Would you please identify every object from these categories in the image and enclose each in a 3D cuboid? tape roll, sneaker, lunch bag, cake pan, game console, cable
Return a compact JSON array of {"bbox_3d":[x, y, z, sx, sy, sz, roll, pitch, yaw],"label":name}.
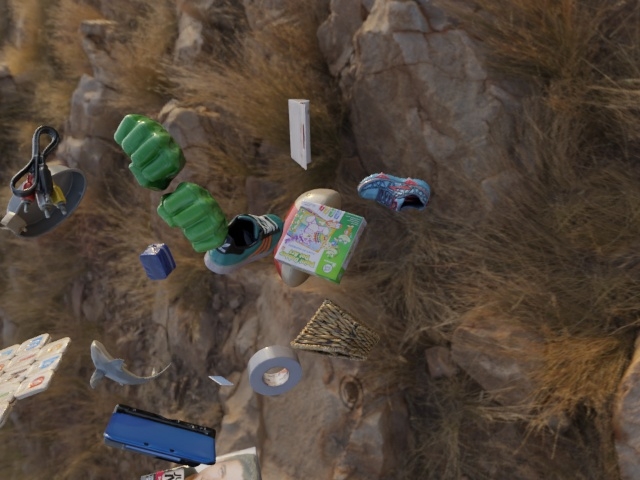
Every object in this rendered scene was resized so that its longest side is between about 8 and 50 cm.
[{"bbox_3d":[-0.189,0.537,2.117,0.219,0.219,0.072,-62,28,24],"label":"tape roll"},{"bbox_3d":[0.258,-0.162,1.808,0.104,0.262,0.125,89,-175,-46],"label":"sneaker"},{"bbox_3d":[-0.176,-0.017,1.359,0.108,0.302,0.121,41,125,7],"label":"sneaker"},{"bbox_3d":[-0.451,0.053,1.428,0.067,0.065,0.098,-1,122,20],"label":"lunch bag"},{"bbox_3d":[-0.910,-0.135,1.707,0.054,0.293,0.293,39,120,4],"label":"cake pan"},{"bbox_3d":[-0.450,0.578,1.408,0.173,0.293,0.250,-90,24,-58],"label":"game console"},{"bbox_3d":[-0.793,-0.198,1.434,0.072,0.139,0.287,-43,56,40],"label":"cable"}]

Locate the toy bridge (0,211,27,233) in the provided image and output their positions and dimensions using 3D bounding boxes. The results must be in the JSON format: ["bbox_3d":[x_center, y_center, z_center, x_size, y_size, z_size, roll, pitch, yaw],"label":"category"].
[{"bbox_3d":[-0.573,-0.047,0.883,0.188,0.063,0.026,20,66,19],"label":"toy bridge"}]

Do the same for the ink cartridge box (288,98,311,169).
[{"bbox_3d":[-0.045,-0.310,1.479,0.225,0.056,0.181,-132,38,-66],"label":"ink cartridge box"}]

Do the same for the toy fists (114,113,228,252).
[{"bbox_3d":[-0.264,-0.101,0.924,0.279,0.096,0.142,58,173,-7],"label":"toy fists"}]

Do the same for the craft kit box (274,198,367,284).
[{"bbox_3d":[0.000,0.000,1.801,0.250,0.061,0.247,18,76,24],"label":"craft kit box"}]

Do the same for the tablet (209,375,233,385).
[{"bbox_3d":[-0.349,0.493,1.802,0.083,0.054,0.006,14,89,46],"label":"tablet"}]

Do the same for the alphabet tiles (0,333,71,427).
[{"bbox_3d":[-0.651,0.293,1.036,0.284,0.278,0.021,-112,1,-66],"label":"alphabet tiles"}]

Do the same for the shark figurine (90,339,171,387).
[{"bbox_3d":[-0.675,0.445,1.784,0.116,0.278,0.166,-53,20,32],"label":"shark figurine"}]

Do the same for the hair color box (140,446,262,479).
[{"bbox_3d":[-0.369,0.805,1.621,0.185,0.374,0.114,-113,14,-56],"label":"hair color box"}]

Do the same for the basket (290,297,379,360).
[{"bbox_3d":[0.073,0.382,1.895,0.213,0.299,0.223,36,87,27],"label":"basket"}]

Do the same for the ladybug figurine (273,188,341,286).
[{"bbox_3d":[-0.066,-0.015,2.060,0.162,0.305,0.449,29,110,16],"label":"ladybug figurine"}]
